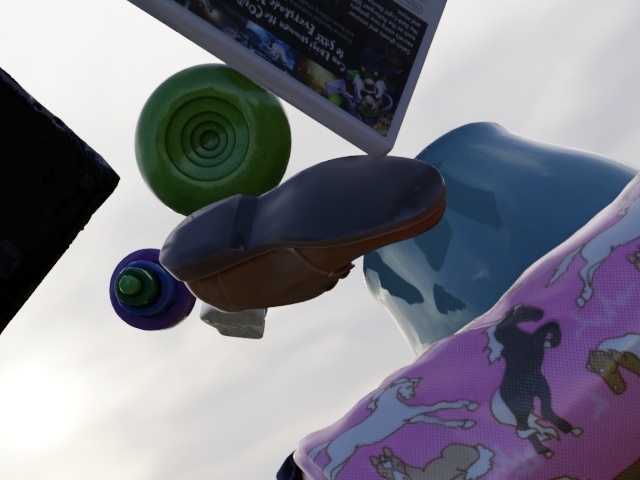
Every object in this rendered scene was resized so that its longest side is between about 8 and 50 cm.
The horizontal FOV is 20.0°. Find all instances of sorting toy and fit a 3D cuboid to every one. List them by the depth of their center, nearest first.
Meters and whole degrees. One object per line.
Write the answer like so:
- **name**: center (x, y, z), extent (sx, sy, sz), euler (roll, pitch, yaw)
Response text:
- **sorting toy**: center (-0.083, -0.104, 1.388), extent (0.126, 0.127, 0.365), euler (28, -96, -83)

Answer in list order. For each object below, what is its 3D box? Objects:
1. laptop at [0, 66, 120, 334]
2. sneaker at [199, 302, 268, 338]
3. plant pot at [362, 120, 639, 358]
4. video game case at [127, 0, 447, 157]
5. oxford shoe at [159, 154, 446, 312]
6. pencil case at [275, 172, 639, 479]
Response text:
- **laptop**: center (-0.308, -0.014, 1.143), extent (0.264, 0.234, 0.136), euler (-54, 24, -15)
- **sneaker**: center (-0.068, 0.033, 1.551), extent (0.058, 0.084, 0.152), euler (5, -10, 6)
- **plant pot**: center (0.178, 0.043, 1.437), extent (0.272, 0.255, 0.271), euler (-30, -40, -29)
- **video game case**: center (-0.010, -0.168, 1.117), extent (0.190, 0.173, 0.022), euler (32, -30, -19)
- **oxford shoe**: center (0.000, 0.000, 1.181), extent (0.212, 0.076, 0.076), euler (-15, 39, 35)
- **pencil case**: center (0.167, 0.051, 0.946), extent (0.386, 0.167, 0.160), euler (-41, -50, -8)
